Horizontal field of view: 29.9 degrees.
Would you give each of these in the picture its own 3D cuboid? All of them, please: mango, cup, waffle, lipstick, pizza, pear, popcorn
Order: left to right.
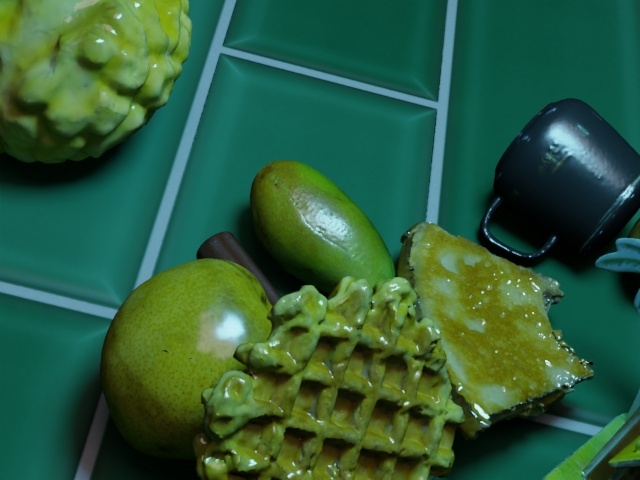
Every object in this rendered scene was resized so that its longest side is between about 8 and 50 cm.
[{"bbox_3d":[-0.320,-0.282,1.426,0.349,0.382,0.349,-2,54,3],"label":"popcorn"},{"bbox_3d":[-0.126,0.127,1.216,0.208,0.209,0.209,8,48,-9],"label":"pear"},{"bbox_3d":[-0.025,0.131,1.335,0.057,0.057,0.357,-21,58,-31],"label":"lipstick"},{"bbox_3d":[0.000,0.000,1.427,0.125,0.111,0.233,-30,75,-22],"label":"mango"},{"bbox_3d":[0.010,0.194,1.149,0.302,0.325,0.068,-32,23,-26],"label":"waffle"},{"bbox_3d":[0.193,0.111,1.393,0.223,0.089,0.323,10,41,-21],"label":"pizza"},{"bbox_3d":[0.312,-0.060,1.554,0.176,0.169,0.223,40,85,10],"label":"cup"}]

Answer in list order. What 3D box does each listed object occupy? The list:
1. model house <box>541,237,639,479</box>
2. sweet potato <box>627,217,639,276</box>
[{"bbox_3d":[0.360,0.153,1.204,0.340,0.324,0.300,45,34,19],"label":"model house"},{"bbox_3d":[0.559,-0.010,1.592,0.422,0.130,0.130,-8,52,-29],"label":"sweet potato"}]
